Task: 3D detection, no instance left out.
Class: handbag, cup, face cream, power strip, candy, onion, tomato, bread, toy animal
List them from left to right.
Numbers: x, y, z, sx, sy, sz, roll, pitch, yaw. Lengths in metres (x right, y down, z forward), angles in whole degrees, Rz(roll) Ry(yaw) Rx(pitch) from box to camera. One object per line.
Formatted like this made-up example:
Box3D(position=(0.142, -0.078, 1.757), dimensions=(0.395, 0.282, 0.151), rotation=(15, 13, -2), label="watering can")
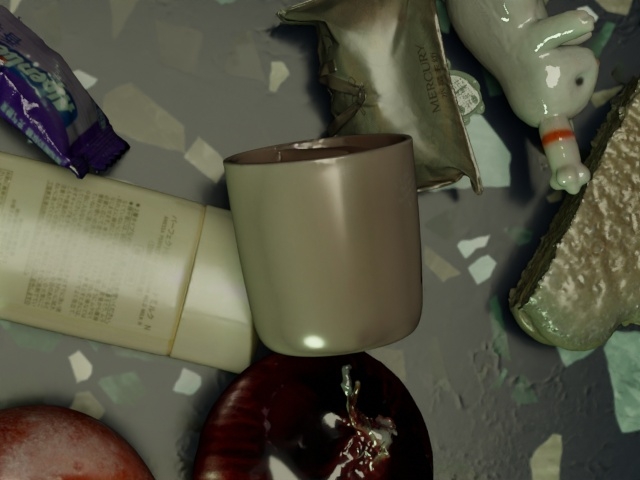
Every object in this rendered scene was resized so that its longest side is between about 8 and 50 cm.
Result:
Box3D(position=(-0.316, -0.175, 1.617), dimensions=(0.275, 0.145, 0.070), rotation=(46, 114, -5), label="candy")
Box3D(position=(-0.289, 0.300, 1.546), dimensions=(0.270, 0.227, 0.270), rotation=(9, 72, -27), label="tomato")
Box3D(position=(-0.223, 0.022, 1.642), dimensions=(0.348, 0.081, 0.174), rotation=(13, 84, -8), label="face cream")
Box3D(position=(0.000, 0.000, 1.596), dimensions=(0.191, 0.253, 0.200), rotation=(-10, 100, -16), label="cup")
Box3D(position=(0.012, 0.226, 1.575), dimensions=(0.273, 0.285, 0.273), rotation=(13, 64, -28), label="onion")
Box3D(position=(0.066, -0.161, 1.683), dimensions=(0.182, 0.117, 0.270), rotation=(-14, 95, 3), label="handbag")
Box3D(position=(0.151, -0.171, 1.734), dimensions=(0.055, 0.035, 0.083), rotation=(-38, 95, -9), label="power strip")
Box3D(position=(0.250, -0.199, 1.696), dimensions=(0.138, 0.140, 0.282), rotation=(-34, 85, 16), label="toy animal")
Box3D(position=(0.352, -0.018, 1.725), dimensions=(0.183, 0.102, 0.337), rotation=(31, 81, -10), label="bread")
